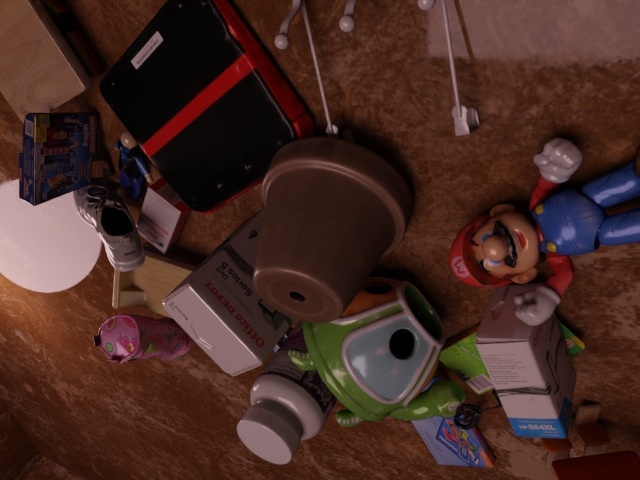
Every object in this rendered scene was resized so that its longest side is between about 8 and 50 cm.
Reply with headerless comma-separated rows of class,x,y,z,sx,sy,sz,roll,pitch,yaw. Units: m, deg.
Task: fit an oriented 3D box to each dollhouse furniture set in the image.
dollhouse furniture set,0.527,0.390,0.912,0.259,0.262,0.135,-7,125,-4

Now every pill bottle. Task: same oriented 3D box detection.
pill bottle,-0.043,0.309,1.153,0.169,0.301,0.169,17,132,20

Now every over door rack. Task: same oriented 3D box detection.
over door rack,0.069,-0.270,0.759,0.240,0.108,0.324,-1,124,34

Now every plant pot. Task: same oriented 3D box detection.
plant pot,0.000,0.000,0.890,0.263,0.229,0.263,15,144,11

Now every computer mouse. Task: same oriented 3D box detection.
computer mouse,0.354,0.324,1.092,0.071,0.041,0.242,38,133,-8

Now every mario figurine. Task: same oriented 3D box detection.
mario figurine,0.317,-0.009,0.752,0.321,0.198,0.170,-26,130,38

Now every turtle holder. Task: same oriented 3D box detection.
turtle holder,0.120,0.217,1.015,0.227,0.243,0.320,-36,75,22

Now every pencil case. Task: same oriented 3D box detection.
pencil case,-0.443,0.252,1.396,0.124,0.124,0.284,22,176,17

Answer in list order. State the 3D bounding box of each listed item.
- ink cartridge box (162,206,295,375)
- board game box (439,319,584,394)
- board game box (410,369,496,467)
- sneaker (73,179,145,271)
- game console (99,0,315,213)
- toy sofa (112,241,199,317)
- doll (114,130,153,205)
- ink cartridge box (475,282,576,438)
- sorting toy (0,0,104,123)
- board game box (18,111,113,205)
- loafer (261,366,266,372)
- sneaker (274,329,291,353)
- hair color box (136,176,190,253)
ink cartridge box,-0.135,0.092,1.060,0.198,0.273,0.115,49,135,-11
board game box,0.343,0.198,1.008,0.124,0.039,0.259,42,137,-3
board game box,0.271,0.404,1.225,0.145,0.027,0.281,-14,115,40
sneaker,-0.473,-0.067,1.231,0.281,0.105,0.115,48,145,24
game console,-0.220,-0.239,1.016,0.387,0.060,0.342,-24,106,42
toy sofa,-0.301,0.118,1.301,0.363,0.177,0.150,15,106,23
doll,-0.413,-0.162,1.194,0.129,0.046,0.189,40,138,19
ink cartridge box,0.338,0.192,0.880,0.086,0.148,0.203,-10,118,38
sorting toy,-0.578,-0.394,1.088,0.257,0.089,0.255,-10,118,38
board game box,-0.547,-0.187,1.188,0.060,0.194,0.194,23,113,26
loafer,-0.087,0.365,1.399,0.170,0.061,0.062,4,127,31
sneaker,-0.070,0.273,1.329,0.162,0.063,0.073,54,151,-9
hair color box,-0.358,-0.055,1.244,0.093,0.053,0.167,38,134,1
